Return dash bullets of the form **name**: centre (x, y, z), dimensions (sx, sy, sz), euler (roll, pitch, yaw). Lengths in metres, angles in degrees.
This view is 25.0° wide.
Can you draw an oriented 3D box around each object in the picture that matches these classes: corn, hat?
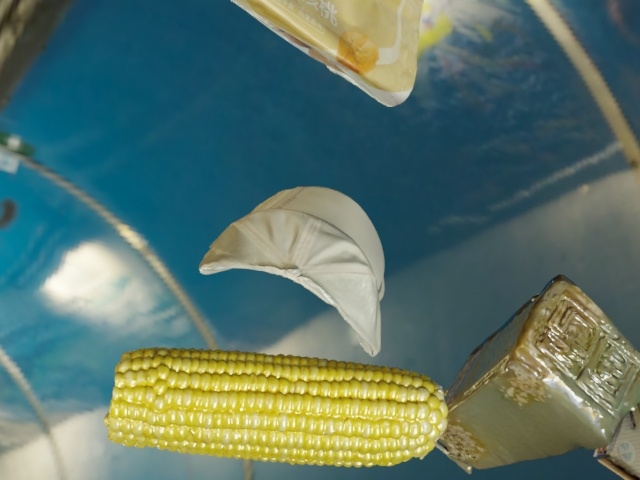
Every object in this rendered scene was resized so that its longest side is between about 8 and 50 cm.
- **corn**: centre (-0.032, 0.123, 1.065), dimensions (0.081, 0.248, 0.081), euler (-175, -90, -86)
- **hat**: centre (0.000, 0.000, 1.601), dimensions (0.164, 0.219, 0.226), euler (111, 5, -53)

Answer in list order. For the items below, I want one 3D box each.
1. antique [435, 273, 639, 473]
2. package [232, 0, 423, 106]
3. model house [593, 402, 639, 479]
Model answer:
- **antique**: centre (0.217, 0.165, 1.592), dimensions (0.125, 0.150, 0.284), euler (-52, -174, -33)
- **package**: centre (-0.016, -0.324, 1.772), dimensions (0.165, 0.311, 0.221), euler (-57, -152, 6)
- **model house**: centre (0.434, 0.211, 1.721), dimensions (0.136, 0.219, 0.207), euler (-25, -106, 51)
